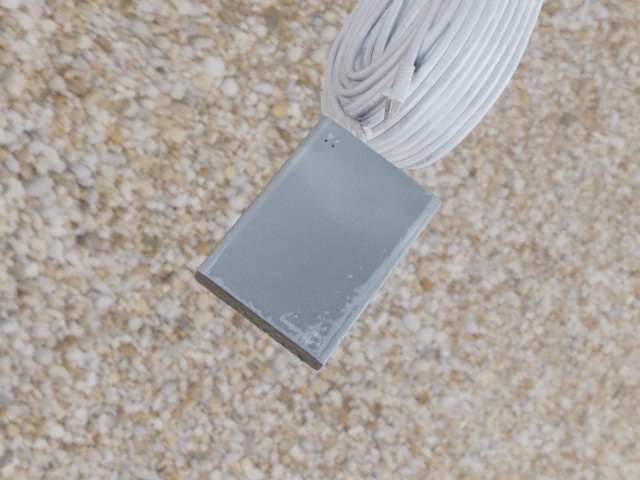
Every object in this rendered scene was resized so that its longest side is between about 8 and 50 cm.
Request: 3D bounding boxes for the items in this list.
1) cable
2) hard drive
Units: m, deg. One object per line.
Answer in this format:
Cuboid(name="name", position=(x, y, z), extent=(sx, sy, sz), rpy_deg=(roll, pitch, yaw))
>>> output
Cuboid(name="cable", position=(0.098, -0.185, 1.019), extent=(0.089, 0.257, 0.257), rpy_deg=(31, 95, -19))
Cuboid(name="hard drive", position=(0.000, 0.000, 0.719), extent=(0.094, 0.022, 0.135), rpy_deg=(37, 67, 2))
